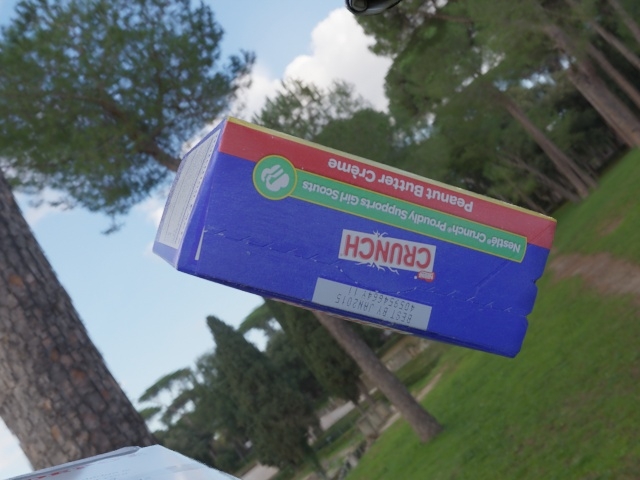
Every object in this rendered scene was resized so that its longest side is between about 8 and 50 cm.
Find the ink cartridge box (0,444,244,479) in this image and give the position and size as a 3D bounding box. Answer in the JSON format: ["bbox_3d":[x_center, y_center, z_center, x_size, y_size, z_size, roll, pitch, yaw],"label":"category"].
[{"bbox_3d":[-0.135,0.192,0.363,0.211,0.122,0.289,-7,-6,-25],"label":"ink cartridge box"}]

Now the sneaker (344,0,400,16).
[{"bbox_3d":[0.024,-0.395,1.025,0.163,0.226,0.086,-77,11,-47],"label":"sneaker"}]

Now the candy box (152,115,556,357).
[{"bbox_3d":[0.000,0.000,0.671,0.317,0.268,0.122,-173,99,-74],"label":"candy box"}]
